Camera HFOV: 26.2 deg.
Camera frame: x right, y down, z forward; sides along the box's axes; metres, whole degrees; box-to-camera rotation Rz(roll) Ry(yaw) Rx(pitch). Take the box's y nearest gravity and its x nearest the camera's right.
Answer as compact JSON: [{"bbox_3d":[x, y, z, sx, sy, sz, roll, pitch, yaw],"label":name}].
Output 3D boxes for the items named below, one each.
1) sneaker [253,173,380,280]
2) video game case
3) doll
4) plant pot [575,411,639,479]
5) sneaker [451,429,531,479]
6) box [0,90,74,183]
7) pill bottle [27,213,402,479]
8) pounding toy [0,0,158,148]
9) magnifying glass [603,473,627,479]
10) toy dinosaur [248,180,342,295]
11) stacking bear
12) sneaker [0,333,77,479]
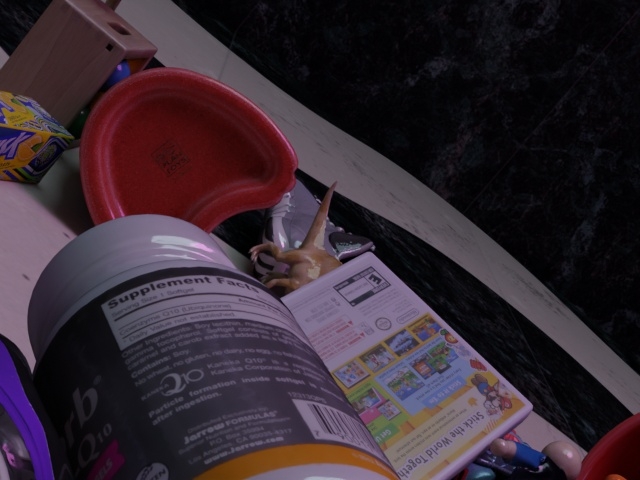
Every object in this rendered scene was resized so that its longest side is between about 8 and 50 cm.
[{"bbox_3d":[0.000,0.000,1.508,0.132,0.086,0.229,16,24,-4],"label":"sneaker"},{"bbox_3d":[0.042,0.118,1.142,0.206,0.026,0.227,44,40,18],"label":"video game case"},{"bbox_3d":[0.172,0.220,1.132,0.129,0.046,0.189,58,39,-5],"label":"doll"},{"bbox_3d":[0.369,0.304,1.235,0.275,0.275,0.243,47,3,33],"label":"plant pot"},{"bbox_3d":[0.113,0.180,1.202,0.262,0.104,0.125,38,13,-8],"label":"sneaker"},{"bbox_3d":[-0.270,-0.088,1.107,0.059,0.054,0.169,42,12,13],"label":"box"},{"bbox_3d":[-0.064,0.109,0.734,0.162,0.162,0.278,32,12,-36],"label":"pill bottle"},{"bbox_3d":[-0.205,-0.189,1.332,0.094,0.206,0.181,40,10,0],"label":"pounding toy"},{"bbox_3d":[0.214,0.273,1.088,0.092,0.026,0.231,37,43,-3],"label":"magnifying glass"},{"bbox_3d":[-0.021,0.026,1.361,0.053,0.092,0.183,67,22,-43],"label":"toy dinosaur"},{"bbox_3d":[-0.137,-0.079,1.282,0.164,0.175,0.289,52,-1,-8],"label":"stacking bear"},{"bbox_3d":[-0.219,0.046,0.656,0.293,0.102,0.146,49,9,19],"label":"sneaker"}]
